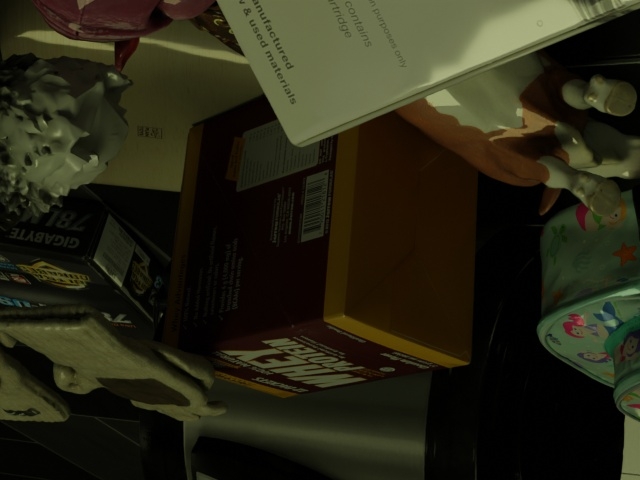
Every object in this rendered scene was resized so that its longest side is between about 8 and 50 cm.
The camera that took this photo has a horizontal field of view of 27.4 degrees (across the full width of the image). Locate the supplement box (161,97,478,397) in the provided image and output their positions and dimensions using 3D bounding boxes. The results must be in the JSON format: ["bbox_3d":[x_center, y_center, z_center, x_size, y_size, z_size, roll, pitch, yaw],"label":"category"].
[{"bbox_3d":[0.000,0.000,0.968,0.129,0.191,0.194,23,153,-39],"label":"supplement box"}]

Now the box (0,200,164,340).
[{"bbox_3d":[-0.327,0.039,1.555,0.295,0.073,0.293,8,154,21],"label":"box"}]

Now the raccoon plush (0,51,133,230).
[{"bbox_3d":[-0.347,-0.139,0.823,0.446,0.216,0.299,-17,140,40],"label":"raccoon plush"}]

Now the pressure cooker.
[{"bbox_3d":[0.037,0.167,1.230,0.420,0.370,0.375,2,170,32],"label":"pressure cooker"}]

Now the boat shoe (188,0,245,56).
[{"bbox_3d":[-0.068,-0.171,0.867,0.207,0.073,0.073,35,114,-24],"label":"boat shoe"}]

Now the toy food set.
[{"bbox_3d":[-0.131,-0.127,1.061,0.219,0.092,0.306,6,158,-5],"label":"toy food set"}]

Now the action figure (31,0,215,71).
[{"bbox_3d":[-0.083,-0.194,0.660,0.248,0.276,0.370,13,143,-7],"label":"action figure"}]

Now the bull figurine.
[{"bbox_3d":[0.113,-0.104,0.860,0.310,0.101,0.188,32,180,-20],"label":"bull figurine"}]

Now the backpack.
[{"bbox_3d":[0.292,0.045,0.973,0.253,0.191,0.225,-12,151,40],"label":"backpack"}]

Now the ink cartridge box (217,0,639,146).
[{"bbox_3d":[0.115,-0.166,0.570,0.283,0.207,0.117,-19,105,37],"label":"ink cartridge box"}]

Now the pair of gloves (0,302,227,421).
[{"bbox_3d":[-0.197,0.082,0.930,0.240,0.042,0.204,-4,154,29],"label":"pair of gloves"}]
